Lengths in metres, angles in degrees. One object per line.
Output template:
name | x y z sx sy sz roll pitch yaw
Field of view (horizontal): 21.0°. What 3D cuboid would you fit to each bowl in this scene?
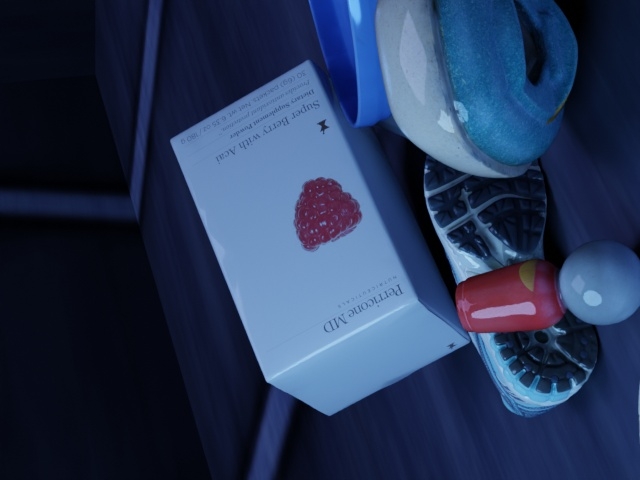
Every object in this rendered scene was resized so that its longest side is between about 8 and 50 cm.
bowl | 0.026 -0.302 1.622 0.391 0.077 0.391 167 90 -86

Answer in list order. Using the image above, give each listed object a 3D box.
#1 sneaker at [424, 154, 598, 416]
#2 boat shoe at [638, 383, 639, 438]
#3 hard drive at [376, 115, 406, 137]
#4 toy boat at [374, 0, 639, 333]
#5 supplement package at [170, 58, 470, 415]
sneaker | 0.151 0.028 1.534 0.122 0.110 0.283 104 155 -62
boat shoe | 0.264 0.157 1.260 0.059 0.063 0.170 139 133 -76
hard drive | 0.090 -0.209 1.790 0.307 0.040 0.203 -144 49 -71
toy boat | 0.158 -0.083 1.360 0.267 0.148 0.318 -14 -87 -67
supplement package | 0.000 0.000 1.768 0.175 0.177 0.293 38 -155 -62
